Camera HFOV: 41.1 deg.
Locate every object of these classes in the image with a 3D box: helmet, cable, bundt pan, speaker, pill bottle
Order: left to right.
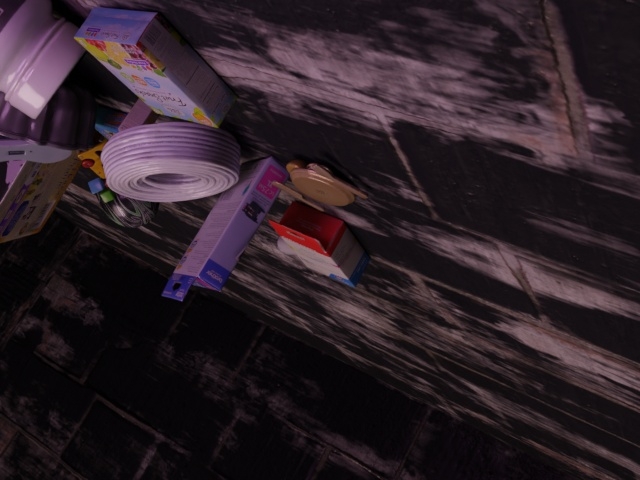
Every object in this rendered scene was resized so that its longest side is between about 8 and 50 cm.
[{"bbox_3d":[-0.574,-0.372,1.392,0.361,0.204,0.204,36,166,-19],"label":"pill bottle"},{"bbox_3d":[-0.609,-0.297,1.743,0.330,0.124,0.331,19,-168,-4],"label":"bundt pan"},{"bbox_3d":[-0.514,-0.116,2.301,0.161,0.169,0.169,47,167,3],"label":"helmet"},{"bbox_3d":[-0.276,-0.144,1.585,0.256,0.089,0.257,-3,168,0],"label":"cable"},{"bbox_3d":[-0.048,0.008,1.954,0.055,0.055,0.136,36,166,-22],"label":"speaker"}]

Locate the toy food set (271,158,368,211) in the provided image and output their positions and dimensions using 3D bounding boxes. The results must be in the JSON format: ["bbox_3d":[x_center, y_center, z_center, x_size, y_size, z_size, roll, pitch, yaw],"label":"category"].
[{"bbox_3d":[0.003,-0.104,1.491,0.132,0.039,0.192,28,163,-21],"label":"toy food set"}]

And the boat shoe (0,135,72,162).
[{"bbox_3d":[-0.613,-0.212,1.773,0.183,0.083,0.065,-2,143,-22],"label":"boat shoe"}]

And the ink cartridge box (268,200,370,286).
[{"bbox_3d":[0.000,0.000,1.765,0.134,0.078,0.231,23,165,30],"label":"ink cartridge box"}]

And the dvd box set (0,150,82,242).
[{"bbox_3d":[-0.687,-0.138,2.024,0.062,0.308,0.420,33,-173,-2],"label":"dvd box set"}]

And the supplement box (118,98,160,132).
[{"bbox_3d":[-0.339,-0.232,1.616,0.036,0.098,0.062,31,166,3],"label":"supplement box"}]

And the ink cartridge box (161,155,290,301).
[{"bbox_3d":[-0.182,-0.011,1.616,0.065,0.311,0.185,37,166,-19],"label":"ink cartridge box"}]

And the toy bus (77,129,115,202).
[{"bbox_3d":[-0.505,-0.209,2.064,0.202,0.104,0.191,-79,-35,-72],"label":"toy bus"}]

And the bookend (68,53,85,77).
[{"bbox_3d":[-0.517,-0.357,1.610,0.156,0.072,0.157,31,167,-1],"label":"bookend"}]

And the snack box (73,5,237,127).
[{"bbox_3d":[-0.259,-0.274,1.352,0.174,0.070,0.207,18,163,42],"label":"snack box"}]

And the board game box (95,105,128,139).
[{"bbox_3d":[-0.404,-0.223,1.908,0.210,0.047,0.160,19,163,41],"label":"board game box"}]
